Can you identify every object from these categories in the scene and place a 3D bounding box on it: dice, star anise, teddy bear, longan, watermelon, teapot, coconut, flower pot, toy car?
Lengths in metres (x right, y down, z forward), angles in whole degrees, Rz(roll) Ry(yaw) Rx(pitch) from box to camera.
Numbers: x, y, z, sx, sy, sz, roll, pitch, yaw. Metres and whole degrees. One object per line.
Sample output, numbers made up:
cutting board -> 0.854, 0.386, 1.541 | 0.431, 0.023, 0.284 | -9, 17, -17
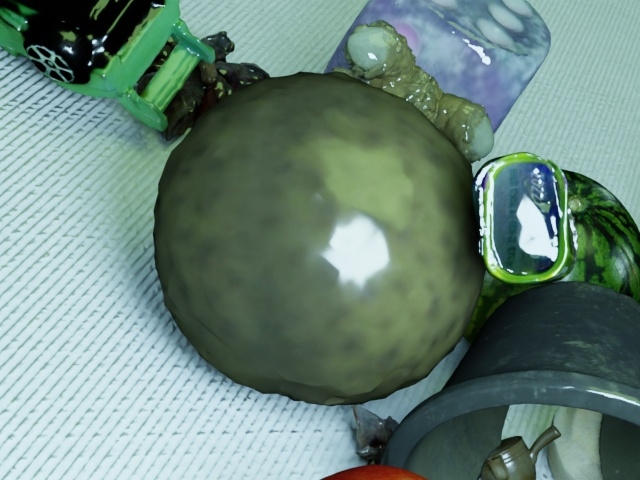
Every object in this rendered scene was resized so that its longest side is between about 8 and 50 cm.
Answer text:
dice -> 0.176, -0.271, 2.037 | 0.270, 0.271, 0.270 | 35, 34, 1
star anise -> -0.160, -0.218, 1.856 | 0.214, 0.099, 0.220 | -8, 51, -32
teddy bear -> 0.073, -0.142, 1.833 | 0.267, 0.256, 0.156 | 42, -10, -19
longan -> 0.000, 0.000, 1.505 | 0.391, 0.391, 0.391 | 22, 36, -17
watermelon -> 0.297, 0.043, 1.761 | 0.285, 0.285, 0.285 | 22, 36, -17
star anise -> 0.075, 0.241, 1.515 | 0.129, 0.056, 0.124 | 54, 41, 0
teapot -> 0.242, 0.264, 1.579 | 0.080, 0.110, 0.085 | 64, 15, -1
coconut -> 0.367, 0.267, 1.648 | 0.171, 0.183, 0.170 | -4, 61, 8
flower pot -> 0.274, 0.197, 1.426 | 0.379, 0.379, 0.251 | 29, 44, -7
toy car -> -0.333, -0.305, 1.738 | 0.359, 0.176, 0.213 | 23, 67, 15

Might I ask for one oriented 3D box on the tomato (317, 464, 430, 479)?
tomato -> 0.034, 0.346, 1.208 | 0.299, 0.298, 0.226 | 2, 5, -38

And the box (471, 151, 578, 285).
box -> 0.234, -0.017, 1.454 | 0.345, 0.097, 0.134 | 13, 67, -77
